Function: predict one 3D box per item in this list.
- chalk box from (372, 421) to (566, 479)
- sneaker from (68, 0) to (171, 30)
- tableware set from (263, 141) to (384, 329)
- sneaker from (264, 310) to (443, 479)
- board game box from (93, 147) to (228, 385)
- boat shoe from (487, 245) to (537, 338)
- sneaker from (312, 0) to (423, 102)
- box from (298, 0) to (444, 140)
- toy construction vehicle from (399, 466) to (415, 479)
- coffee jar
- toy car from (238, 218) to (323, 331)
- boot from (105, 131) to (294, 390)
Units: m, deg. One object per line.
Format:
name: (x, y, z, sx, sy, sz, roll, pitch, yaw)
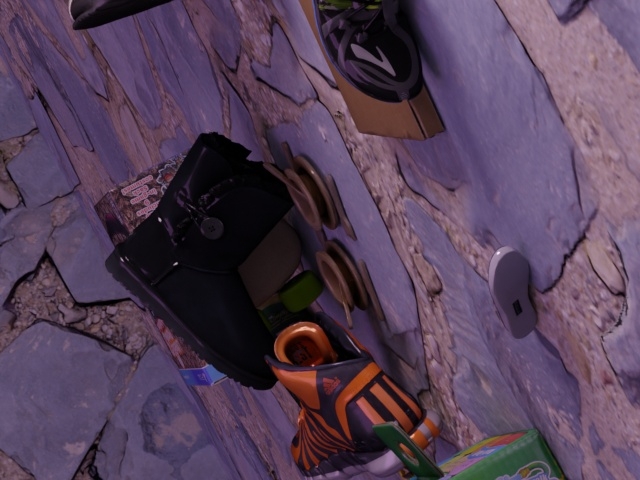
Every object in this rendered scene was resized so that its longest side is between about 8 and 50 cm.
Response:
chalk box: (0.143, 0.286, 1.568, 0.289, 0.179, 0.180, 62, 168, 2)
sneaker: (-0.207, -0.300, 1.721, 0.330, 0.122, 0.146, -110, 3, -76)
tableware set: (0.000, 0.000, 1.815, 0.128, 0.039, 0.194, 39, 154, 58)
sneaker: (0.011, 0.168, 1.893, 0.180, 0.124, 0.321, 50, 156, -5)
board game box: (-0.171, 0.039, 2.314, 0.291, 0.141, 0.232, 62, 167, -1)
boat shoe: (0.147, 0.036, 1.354, 0.035, 0.035, 0.100, 46, 166, 42)
sneaker: (0.027, -0.187, 1.274, 0.078, 0.067, 0.188, -138, 26, -71)
box: (0.024, -0.178, 1.402, 0.201, 0.021, 0.164, 64, 167, -13)
toy construction vehicle: (0.102, 0.295, 2.039, 0.086, 0.035, 0.098, 67, 166, -21)
coffee jar: (-0.030, 0.136, 2.118, 0.184, 0.079, 0.096, 48, 164, 42)
toy car: (-0.098, 0.021, 2.044, 0.155, 0.149, 0.188, 54, 180, -12)
boot: (-0.090, 0.022, 1.887, 0.246, 0.207, 0.094, 41, -162, -3)
